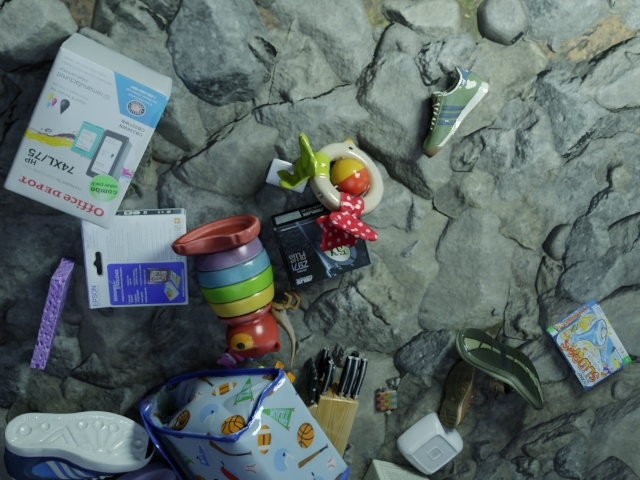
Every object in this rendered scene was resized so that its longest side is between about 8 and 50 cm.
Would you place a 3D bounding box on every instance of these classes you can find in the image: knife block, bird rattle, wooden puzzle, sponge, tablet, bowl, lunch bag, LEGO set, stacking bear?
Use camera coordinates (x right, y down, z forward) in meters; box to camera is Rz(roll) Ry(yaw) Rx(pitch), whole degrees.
[{"bbox_3d":[0.043,0.387,1.766,0.242,0.088,0.276,-32,113,4],"label":"knife block"},{"bbox_3d":[0.045,-0.109,1.497,0.253,0.207,0.143,48,143,12],"label":"bird rattle"},{"bbox_3d":[0.159,0.386,1.831,0.049,0.006,0.083,-7,113,-7],"label":"wooden puzzle"},{"bbox_3d":[-0.546,0.146,1.546,0.031,0.117,0.210,15,108,-14],"label":"sponge"},{"bbox_3d":[-0.067,-0.135,1.578,0.083,0.006,0.054,16,109,-16],"label":"tablet"},{"bbox_3d":[0.277,0.514,1.881,0.142,0.053,0.142,-40,115,8],"label":"bowl"},{"bbox_3d":[-0.193,0.457,1.633,0.385,0.239,0.328,-6,122,41],"label":"lunch bag"},{"bbox_3d":[-0.139,0.303,1.698,0.093,0.087,0.227,-33,105,33],"label":"LEGO set"},{"bbox_3d":[-0.166,0.107,1.554,0.175,0.164,0.289,-11,106,14],"label":"stacking bear"}]

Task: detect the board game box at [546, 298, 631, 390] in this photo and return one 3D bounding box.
[{"bbox_3d":[0.657,0.257,1.853,0.136,0.035,0.201,-36,114,5],"label":"board game box"}]

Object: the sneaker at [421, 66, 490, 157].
[{"bbox_3d":[0.254,-0.269,1.555,0.086,0.064,0.192,36,102,-14],"label":"sneaker"}]

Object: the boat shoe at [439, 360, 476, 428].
[{"bbox_3d":[0.341,0.369,1.835,0.060,0.064,0.178,-3,112,-46],"label":"boat shoe"}]

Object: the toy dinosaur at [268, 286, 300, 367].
[{"bbox_3d":[-0.092,0.160,1.666,0.112,0.064,0.211,-42,94,15],"label":"toy dinosaur"}]

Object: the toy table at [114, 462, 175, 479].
[{"bbox_3d":[-0.387,0.617,1.664,0.274,0.161,0.252,-26,138,-45],"label":"toy table"}]

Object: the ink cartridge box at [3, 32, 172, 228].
[{"bbox_3d":[-0.417,-0.201,1.383,0.198,0.197,0.270,23,107,-18],"label":"ink cartridge box"}]

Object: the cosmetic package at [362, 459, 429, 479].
[{"bbox_3d":[0.208,0.671,1.791,0.160,0.309,0.113,18,109,-16],"label":"cosmetic package"}]

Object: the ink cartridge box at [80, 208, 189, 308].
[{"bbox_3d":[-0.381,0.038,1.570,0.208,0.045,0.206,-2,112,-11],"label":"ink cartridge box"}]

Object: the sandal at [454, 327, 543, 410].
[{"bbox_3d":[0.422,0.306,1.804,0.302,0.120,0.086,35,129,-19],"label":"sandal"}]

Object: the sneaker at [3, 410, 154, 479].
[{"bbox_3d":[-0.529,0.490,1.671,0.322,0.130,0.236,7,134,-5],"label":"sneaker"}]

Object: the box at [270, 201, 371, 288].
[{"bbox_3d":[0.000,0.000,1.606,0.180,0.077,0.147,-17,114,-3],"label":"box"}]
